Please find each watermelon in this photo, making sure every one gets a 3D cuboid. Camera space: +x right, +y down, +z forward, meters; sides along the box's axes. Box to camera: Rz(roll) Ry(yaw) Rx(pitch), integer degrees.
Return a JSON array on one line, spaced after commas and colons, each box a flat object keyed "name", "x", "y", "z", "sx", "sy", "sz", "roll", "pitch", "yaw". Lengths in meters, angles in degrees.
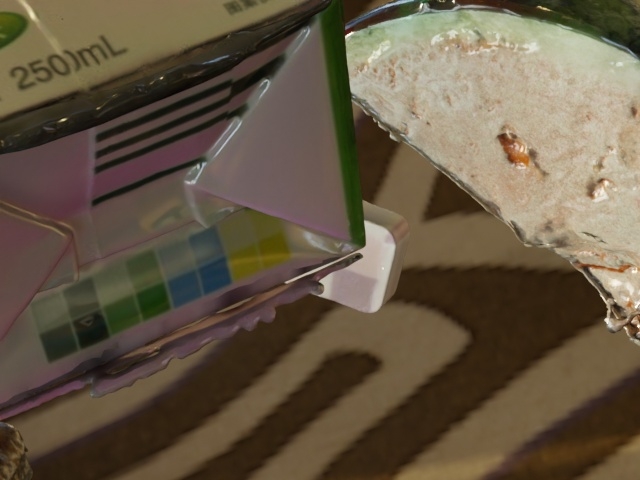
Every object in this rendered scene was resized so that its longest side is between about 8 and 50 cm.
[{"name": "watermelon", "x": 0.156, "y": -0.073, "z": 1.185, "sx": 0.180, "sy": 0.305, "sz": 0.224, "roll": -52, "pitch": 3, "yaw": -1}]

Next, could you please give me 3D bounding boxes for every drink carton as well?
[{"name": "drink carton", "x": -0.109, "y": -0.078, "z": 0.628, "sx": 0.161, "sy": 0.108, "sz": 0.271, "roll": -23, "pitch": 47, "yaw": -22}]

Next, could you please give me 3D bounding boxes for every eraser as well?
[{"name": "eraser", "x": 0.000, "y": 0.000, "z": 1.230, "sx": 0.105, "sy": 0.065, "sz": 0.026, "roll": 22, "pitch": 29, "yaw": 16}]

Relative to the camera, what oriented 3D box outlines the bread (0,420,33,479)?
[{"name": "bread", "x": -0.278, "y": 0.317, "z": 1.496, "sx": 0.113, "sy": 0.416, "sz": 0.165, "roll": 13, "pitch": 44, "yaw": 11}]
